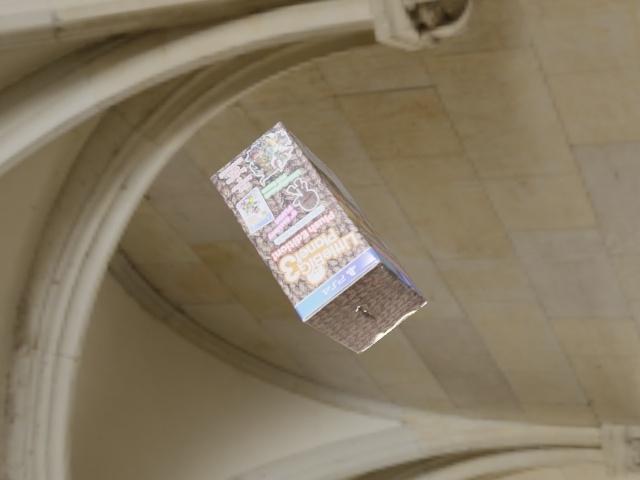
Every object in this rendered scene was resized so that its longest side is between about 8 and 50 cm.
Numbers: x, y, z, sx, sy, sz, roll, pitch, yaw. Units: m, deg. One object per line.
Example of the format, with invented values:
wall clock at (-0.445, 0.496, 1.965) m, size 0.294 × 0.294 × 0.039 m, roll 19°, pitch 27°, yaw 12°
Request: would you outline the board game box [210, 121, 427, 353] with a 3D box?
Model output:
board game box at (0.000, 0.000, 1.721) m, size 0.291 × 0.141 × 0.232 m, roll 55°, pitch -172°, yaw 28°
